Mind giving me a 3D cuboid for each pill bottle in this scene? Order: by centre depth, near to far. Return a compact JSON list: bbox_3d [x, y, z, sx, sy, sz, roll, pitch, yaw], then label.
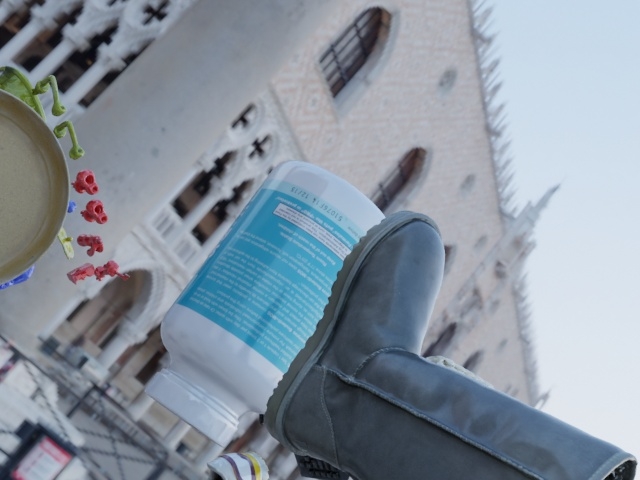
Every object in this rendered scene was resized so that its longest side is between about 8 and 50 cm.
[{"bbox_3d":[-0.054,0.063,0.849,0.146,0.264,0.146,32,-17,11],"label":"pill bottle"}]

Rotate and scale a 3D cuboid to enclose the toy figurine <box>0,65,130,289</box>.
[{"bbox_3d":[-0.464,-0.051,1.305,0.191,0.217,0.363,15,-52,45],"label":"toy figurine"}]

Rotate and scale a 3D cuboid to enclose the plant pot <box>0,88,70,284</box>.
[{"bbox_3d":[-0.398,-0.058,0.965,0.236,0.236,0.032,43,-19,-10],"label":"plant pot"}]

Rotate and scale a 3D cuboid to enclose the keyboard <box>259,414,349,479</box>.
[{"bbox_3d":[-0.062,0.260,1.498,0.201,0.033,0.317,-3,-73,47],"label":"keyboard"}]

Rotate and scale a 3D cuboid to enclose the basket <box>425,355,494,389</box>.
[{"bbox_3d":[0.117,0.213,1.053,0.113,0.103,0.167,32,-33,-28],"label":"basket"}]

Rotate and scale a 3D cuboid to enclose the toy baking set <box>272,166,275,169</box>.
[{"bbox_3d":[0.002,0.005,1.314,0.256,0.030,0.197,63,0,38],"label":"toy baking set"}]

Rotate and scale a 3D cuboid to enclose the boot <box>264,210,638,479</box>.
[{"bbox_3d":[0.078,0.083,0.493,0.076,0.190,0.208,34,-11,-35],"label":"boot"}]

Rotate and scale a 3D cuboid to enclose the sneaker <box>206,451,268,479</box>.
[{"bbox_3d":[-0.122,0.339,1.034,0.069,0.186,0.084,12,2,43],"label":"sneaker"}]
